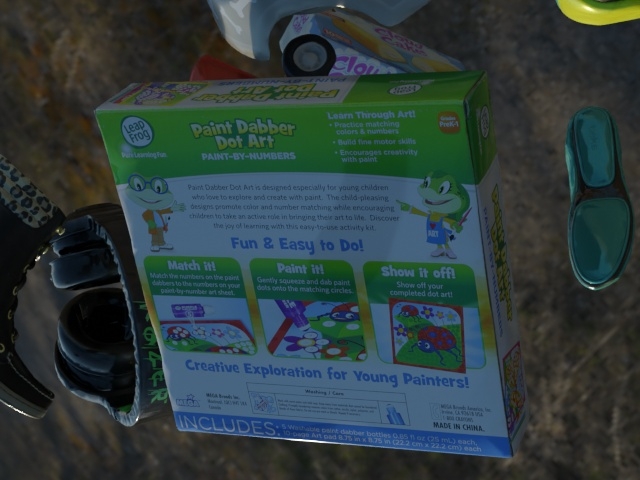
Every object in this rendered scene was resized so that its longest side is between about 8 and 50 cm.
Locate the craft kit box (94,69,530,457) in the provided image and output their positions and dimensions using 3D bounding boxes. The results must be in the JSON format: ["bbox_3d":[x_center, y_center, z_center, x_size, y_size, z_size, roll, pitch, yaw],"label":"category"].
[{"bbox_3d":[-0.002,0.017,0.873,0.250,0.061,0.246,2,120,24],"label":"craft kit box"}]

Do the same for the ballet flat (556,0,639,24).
[{"bbox_3d":[0.263,-0.191,0.904,0.077,0.231,0.077,98,157,-74],"label":"ballet flat"}]

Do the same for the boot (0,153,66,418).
[{"bbox_3d":[-0.304,0.049,1.338,0.236,0.178,0.085,50,166,-28],"label":"boot"}]

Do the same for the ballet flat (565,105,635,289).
[{"bbox_3d":[0.357,-0.048,1.726,0.083,0.247,0.087,-4,161,14],"label":"ballet flat"}]

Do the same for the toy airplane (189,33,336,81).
[{"bbox_3d":[0.000,0.000,1.446,0.386,0.272,0.384,59,168,-28],"label":"toy airplane"}]

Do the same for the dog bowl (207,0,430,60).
[{"bbox_3d":[0.016,-0.337,1.331,0.349,0.348,0.102,21,158,48],"label":"dog bowl"}]

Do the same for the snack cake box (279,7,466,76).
[{"bbox_3d":[0.084,-0.233,1.899,0.264,0.089,0.152,20,-152,-21],"label":"snack cake box"}]

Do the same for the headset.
[{"bbox_3d":[-0.229,0.058,1.598,0.394,0.185,0.243,35,131,57],"label":"headset"}]
